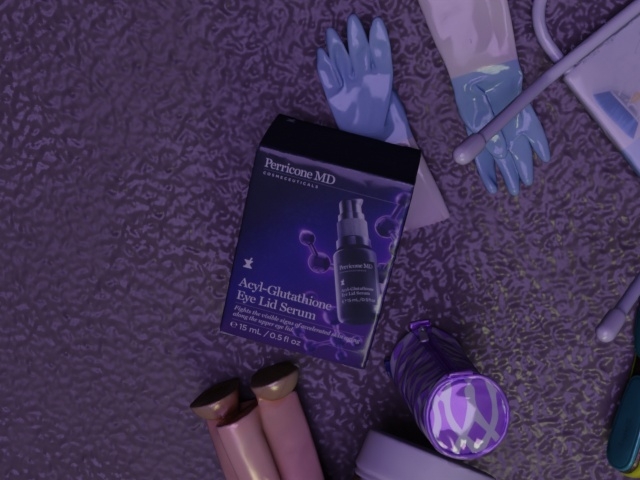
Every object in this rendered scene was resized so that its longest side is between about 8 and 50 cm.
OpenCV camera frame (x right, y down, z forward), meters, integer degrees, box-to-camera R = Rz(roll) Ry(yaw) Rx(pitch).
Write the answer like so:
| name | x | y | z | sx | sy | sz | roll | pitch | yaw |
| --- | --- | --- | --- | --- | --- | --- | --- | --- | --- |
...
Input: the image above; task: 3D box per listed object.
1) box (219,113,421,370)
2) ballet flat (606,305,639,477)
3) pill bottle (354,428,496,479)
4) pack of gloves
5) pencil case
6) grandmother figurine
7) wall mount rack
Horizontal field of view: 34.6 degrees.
| name | x | y | z | sx | sy | sz | roll | pitch | yaw |
| --- | --- | --- | --- | --- | --- | --- | --- | --- | --- |
| box | 0.000 | 0.000 | 1.009 | 0.153 | 0.108 | 0.207 | 14 | 114 | 3 |
| ballet flat | 0.353 | 0.133 | 1.041 | 0.077 | 0.077 | 0.231 | 8 | 102 | -17 |
| pill bottle | 0.064 | 0.342 | 1.008 | 0.161 | 0.161 | 0.283 | 21 | 83 | 1 |
| pack of gloves | 0.113 | -0.136 | 1.025 | 0.195 | 0.046 | 0.232 | -17 | 111 | 10 |
| pencil case | 0.122 | 0.140 | 0.999 | 0.086 | 0.206 | 0.088 | -4 | 99 | -7 |
| grandmother figurine | -0.033 | 0.313 | 1.104 | 0.208 | 0.104 | 0.342 | -19 | 98 | 17 |
| wall mount rack | 0.295 | -0.091 | 0.943 | 0.304 | 0.130 | 0.350 | -39 | 93 | 1 |
